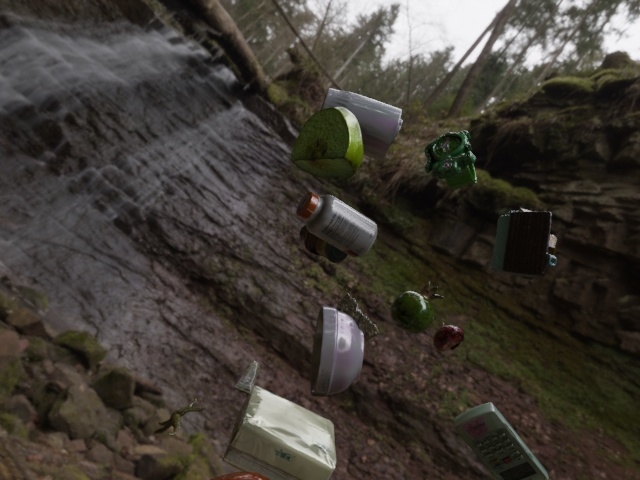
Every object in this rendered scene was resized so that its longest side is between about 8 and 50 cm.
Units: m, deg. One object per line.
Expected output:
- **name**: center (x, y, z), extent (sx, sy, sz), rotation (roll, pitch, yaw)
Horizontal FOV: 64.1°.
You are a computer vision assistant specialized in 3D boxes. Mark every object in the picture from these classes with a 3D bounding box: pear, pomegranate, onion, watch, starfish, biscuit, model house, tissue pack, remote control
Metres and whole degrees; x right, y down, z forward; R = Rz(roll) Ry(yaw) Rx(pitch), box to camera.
- **pear**: center (0.048, -0.379, 1.957), extent (0.293, 0.292, 0.159), rotation (26, 2, 39)
- **pomegranate**: center (0.389, 0.267, 2.056), extent (0.181, 0.224, 0.181), rotation (40, -19, 17)
- **onion**: center (0.589, 0.439, 2.404), extent (0.150, 0.150, 0.140), rotation (56, 8, -43)
- **watch**: center (0.362, -0.198, 1.385), extent (0.131, 0.165, 0.152), rotation (-18, -43, 23)
- **starfish**: center (-0.488, 0.608, 1.771), extent (0.050, 0.224, 0.217), rotation (65, 17, -3)
- **biscuit**: center (0.111, 0.301, 1.872), extent (0.032, 0.133, 0.250), rotation (44, 3, -36)
- **model house**: center (0.857, 0.012, 2.029), extent (0.230, 0.280, 0.249), rotation (13, -8, -20)
- **tissue pack**: center (-0.142, 0.748, 1.901), extent (0.381, 0.207, 0.297), rotation (27, 11, -6)
- **remote control**: center (0.564, 0.654, 1.601), extent (0.344, 0.145, 0.050), rotation (50, 21, -14)

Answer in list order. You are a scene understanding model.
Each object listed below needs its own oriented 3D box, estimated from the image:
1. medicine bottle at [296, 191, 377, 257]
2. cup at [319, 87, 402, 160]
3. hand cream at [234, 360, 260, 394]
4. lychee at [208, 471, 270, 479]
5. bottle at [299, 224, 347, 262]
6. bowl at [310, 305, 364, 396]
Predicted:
- **medicine bottle**: center (0.055, -0.065, 1.859), extent (0.289, 0.156, 0.157), rotation (30, -12, -23)
- **cup**: center (0.175, -0.538, 2.358), extent (0.372, 0.253, 0.253), rotation (19, -16, -4)
- **hand cream**: center (-0.237, 0.458, 1.704), extent (0.061, 0.039, 0.143), rotation (25, 27, 0)
- **lychee**: center (-0.170, 0.546, 0.929), extent (0.255, 0.255, 0.300), rotation (47, -12, -23)
- **bottle**: center (0.000, 0.000, 2.261), extent (0.271, 0.143, 0.156), rotation (27, -25, 50)
- **bowl**: center (0.055, 0.361, 1.646), extent (0.144, 0.286, 0.287), rotation (9, -16, -4)
